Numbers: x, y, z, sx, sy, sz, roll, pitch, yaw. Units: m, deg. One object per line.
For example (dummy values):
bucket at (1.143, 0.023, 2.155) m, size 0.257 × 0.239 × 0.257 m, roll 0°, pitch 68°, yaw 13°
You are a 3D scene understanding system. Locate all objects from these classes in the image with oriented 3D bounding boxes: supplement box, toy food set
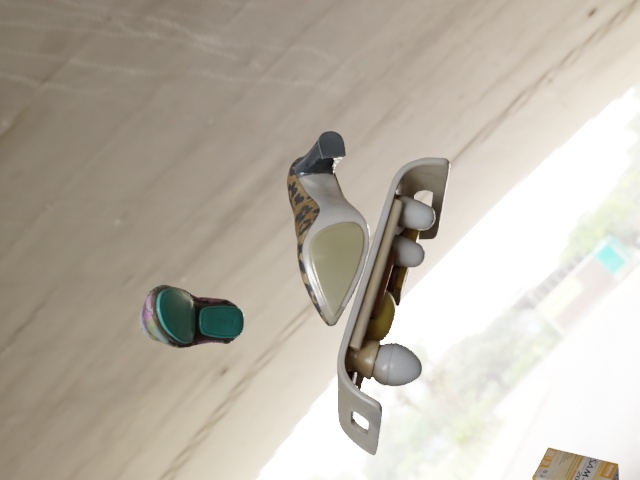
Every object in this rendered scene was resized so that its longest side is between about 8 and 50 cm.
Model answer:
supplement box at (0.334, 0.312, 1.605) m, size 0.062 × 0.098 × 0.036 m, roll -49°, pitch -42°, yaw -44°
toy food set at (0.094, 0.080, 1.438) m, size 0.220 × 0.092 × 0.306 m, roll 87°, pitch -159°, yaw -67°

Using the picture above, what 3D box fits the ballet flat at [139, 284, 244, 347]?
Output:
ballet flat at (-0.180, 0.100, 1.560) m, size 0.079 × 0.077 × 0.221 m, roll -2°, pitch -7°, yaw 25°

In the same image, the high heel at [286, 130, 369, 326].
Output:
high heel at (0.000, 0.000, 1.664) m, size 0.093 × 0.261 × 0.186 m, roll 2°, pitch -15°, yaw -13°
